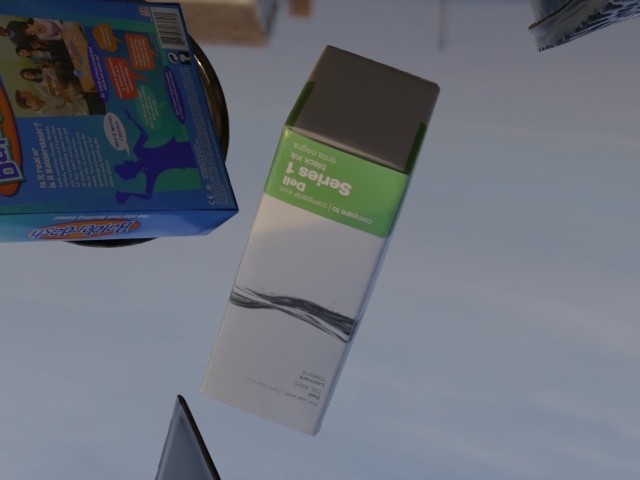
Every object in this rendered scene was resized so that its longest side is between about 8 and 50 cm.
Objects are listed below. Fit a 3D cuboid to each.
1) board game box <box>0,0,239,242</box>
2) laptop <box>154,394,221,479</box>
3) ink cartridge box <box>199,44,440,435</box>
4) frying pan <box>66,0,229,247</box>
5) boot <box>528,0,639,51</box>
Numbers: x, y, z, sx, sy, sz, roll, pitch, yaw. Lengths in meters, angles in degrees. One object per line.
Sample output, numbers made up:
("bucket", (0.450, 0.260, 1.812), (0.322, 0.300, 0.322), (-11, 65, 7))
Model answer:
("board game box", (-0.167, -0.080, 1.122), (0.210, 0.160, 0.047), (-1, 158, -40))
("laptop", (0.033, 0.362, 1.398), (0.408, 0.382, 0.236), (15, -127, -3))
("ink cartridge box", (0.000, 0.000, 1.212), (0.093, 0.219, 0.160), (20, -152, 1))
("frying pan", (-0.206, -0.130, 1.205), (0.197, 0.326, 0.053), (-47, -178, -29))
("boot", (0.234, -0.320, 1.454), (0.131, 0.260, 0.348), (-18, 173, -16))
